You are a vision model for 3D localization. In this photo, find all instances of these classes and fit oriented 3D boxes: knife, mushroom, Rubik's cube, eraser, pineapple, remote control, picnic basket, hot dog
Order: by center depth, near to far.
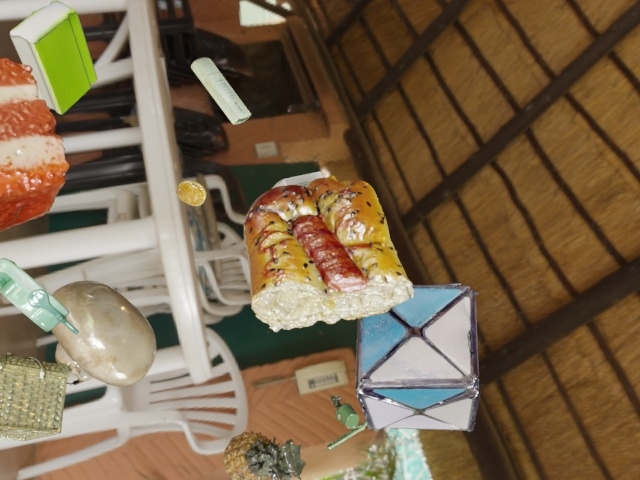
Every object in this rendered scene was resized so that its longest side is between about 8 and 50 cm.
[{"bbox_3d":[-0.612,0.295,1.126,0.196,0.134,0.154,26,51,-47],"label":"picnic basket"},{"bbox_3d":[-0.129,0.509,1.363,0.248,0.128,0.128,-25,-106,52],"label":"pineapple"},{"bbox_3d":[0.000,0.000,1.405,0.196,0.366,0.366,90,-10,-48],"label":"hot dog"},{"bbox_3d":[0.253,0.312,1.536,0.310,0.304,0.307,76,18,-53],"label":"Rubik's cube"},{"bbox_3d":[-0.669,0.296,1.729,0.362,0.294,0.362,43,-8,8],"label":"mushroom"},{"bbox_3d":[-0.790,-0.549,1.759,0.274,0.092,0.210,96,18,-53],"label":"eraser"},{"bbox_3d":[0.128,0.586,1.835,0.043,0.293,0.020,-23,-94,52],"label":"knife"},{"bbox_3d":[-0.312,-0.470,1.839,0.234,0.038,0.098,53,31,-4],"label":"remote control"}]

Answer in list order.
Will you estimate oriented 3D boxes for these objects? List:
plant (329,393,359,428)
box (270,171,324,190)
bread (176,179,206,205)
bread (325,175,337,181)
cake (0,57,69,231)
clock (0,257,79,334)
[{"bbox_3d":[0.055,0.427,1.467,0.102,0.051,0.051,34,-45,55],"label":"plant"},{"bbox_3d":[-0.038,-0.101,2.256,0.106,0.200,0.300,-33,-102,48],"label":"box"},{"bbox_3d":[-0.455,-0.166,2.064,0.024,0.109,0.110,-79,171,-51],"label":"bread"},{"bbox_3d":[0.006,-0.181,2.038,0.074,0.132,0.054,-25,-82,37],"label":"bread"},{"bbox_3d":[-0.742,-0.194,1.281,0.269,0.270,0.320,-38,-103,48],"label":"cake"},{"bbox_3d":[-0.613,0.133,1.260,0.210,0.066,0.159,36,-22,11],"label":"clock"}]
